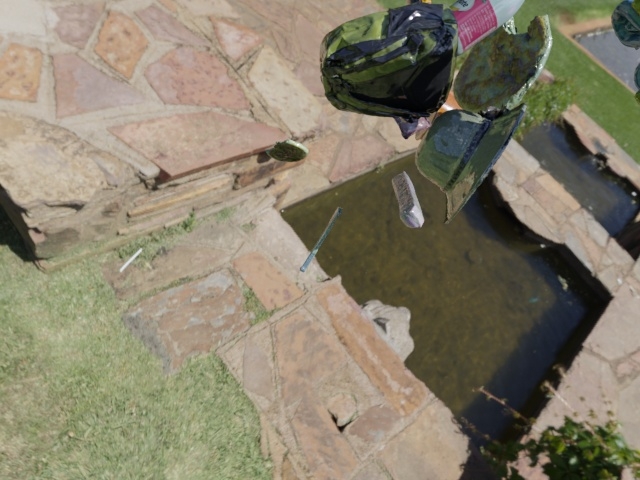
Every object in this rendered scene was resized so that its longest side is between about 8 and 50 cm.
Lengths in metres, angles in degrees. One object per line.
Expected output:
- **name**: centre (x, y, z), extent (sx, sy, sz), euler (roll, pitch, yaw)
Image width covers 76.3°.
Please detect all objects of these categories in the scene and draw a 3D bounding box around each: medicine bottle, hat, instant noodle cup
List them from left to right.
- **instant noodle cup**: centre (0.508, -0.470, 1.607), extent (0.182, 0.230, 0.231), euler (21, 51, -5)
- **hat**: centre (0.256, -0.171, 0.775), extent (0.130, 0.257, 0.257), euler (32, 50, 8)
- **medicine bottle**: centre (0.337, -0.464, 0.796), extent (0.090, 0.216, 0.090), euler (51, 16, -21)

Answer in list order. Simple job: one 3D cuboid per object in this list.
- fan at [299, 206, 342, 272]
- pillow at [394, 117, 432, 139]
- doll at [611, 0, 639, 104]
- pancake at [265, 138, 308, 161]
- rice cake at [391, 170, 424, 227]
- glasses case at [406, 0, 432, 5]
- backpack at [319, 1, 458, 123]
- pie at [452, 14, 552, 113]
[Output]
- **fan**: centre (0.000, 0.000, 1.011), extent (0.016, 0.193, 0.038), euler (30, 14, -5)
- **pillow**: centre (0.281, -0.432, 1.367), extent (0.118, 0.043, 0.185), euler (-31, 86, -12)
- **doll**: centre (0.429, -0.252, 0.453), extent (0.341, 0.098, 0.346), euler (57, 11, -37)
- **pancake**: centre (-0.094, -0.267, 1.225), extent (0.116, 0.129, 0.023), euler (16, 71, -29)
- **rice cake**: centre (0.273, -0.136, 1.296), extent (0.070, 0.064, 0.399), euler (55, 19, -16)
- **glasses case**: centre (0.360, -0.801, 1.451), extent (0.122, 0.081, 0.322), euler (-38, 115, -77)
- **backpack**: centre (0.121, -0.317, 0.755), extent (0.252, 0.207, 0.140), euler (-3, 60, 10)
- **pie**: centre (0.496, -0.487, 1.142), extent (0.066, 0.302, 0.303), euler (12, 52, -33)
